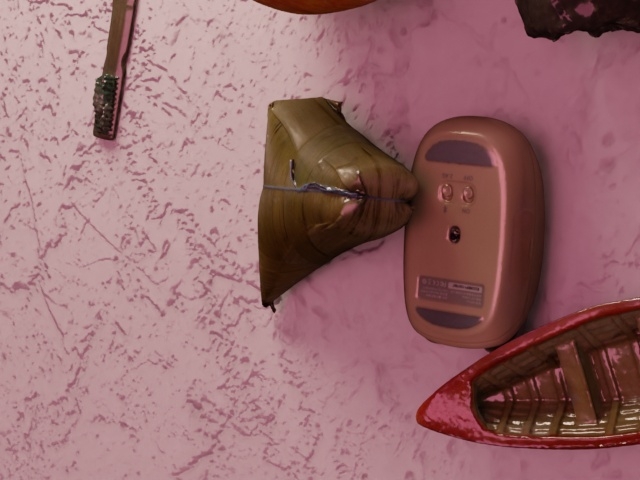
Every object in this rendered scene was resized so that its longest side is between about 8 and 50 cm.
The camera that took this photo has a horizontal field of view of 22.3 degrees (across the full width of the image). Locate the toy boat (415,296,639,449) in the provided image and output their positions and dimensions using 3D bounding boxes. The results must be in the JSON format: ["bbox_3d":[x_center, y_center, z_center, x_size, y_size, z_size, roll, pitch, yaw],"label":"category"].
[{"bbox_3d":[0.272,0.130,1.548,0.392,0.079,0.136,-17,86,34],"label":"toy boat"}]

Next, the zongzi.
[{"bbox_3d":[0.000,0.000,1.686,0.228,0.115,0.256,45,126,56],"label":"zongzi"}]

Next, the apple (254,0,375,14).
[{"bbox_3d":[-0.006,-0.363,1.616,0.286,0.233,0.286,5,97,39],"label":"apple"}]

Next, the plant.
[{"bbox_3d":[0.245,-0.322,1.493,0.146,0.149,0.275,167,99,-70],"label":"plant"}]

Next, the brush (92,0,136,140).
[{"bbox_3d":[-0.249,-0.214,1.928,0.034,0.027,0.190,18,103,31],"label":"brush"}]

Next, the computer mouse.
[{"bbox_3d":[0.153,-0.006,1.621,0.145,0.082,0.237,5,97,35],"label":"computer mouse"}]
